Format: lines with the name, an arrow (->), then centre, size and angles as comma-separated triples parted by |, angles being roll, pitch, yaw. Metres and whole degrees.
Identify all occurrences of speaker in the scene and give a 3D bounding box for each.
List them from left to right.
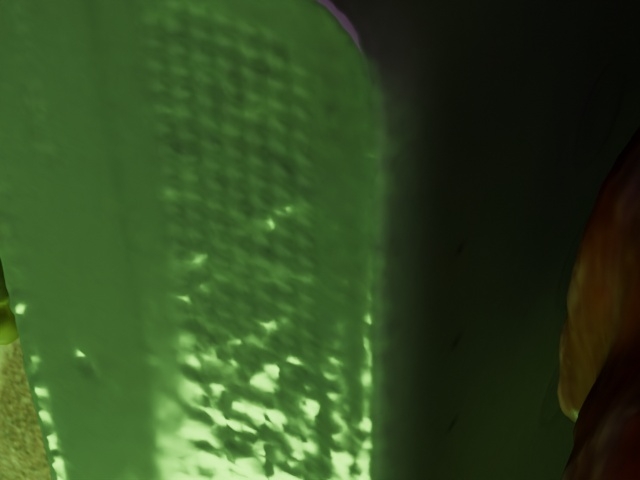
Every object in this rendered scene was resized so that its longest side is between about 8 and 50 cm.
speaker -> 0.000, 0.000, 0.558 | 0.183, 0.184, 0.406 | 19, 137, 21

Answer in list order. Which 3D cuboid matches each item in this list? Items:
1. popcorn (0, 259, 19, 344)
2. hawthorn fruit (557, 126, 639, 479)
popcorn -> -0.213, -0.019, 0.729 | 0.197, 0.155, 0.197 | 15, 158, 6
hawthorn fruit -> 0.187, 0.064, 0.409 | 0.284, 0.284, 0.284 | 21, 138, 20
